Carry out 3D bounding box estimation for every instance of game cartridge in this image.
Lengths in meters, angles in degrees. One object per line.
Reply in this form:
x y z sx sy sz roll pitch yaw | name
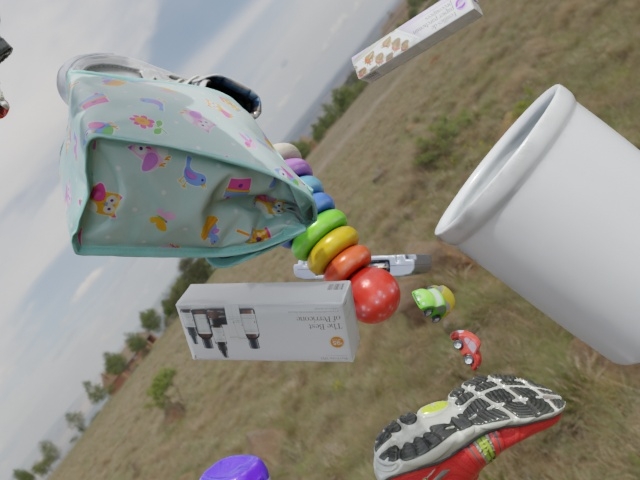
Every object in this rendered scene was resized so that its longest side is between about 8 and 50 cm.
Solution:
0.108 0.063 1.490 0.294 0.060 0.196 -3 1 24 | game cartridge

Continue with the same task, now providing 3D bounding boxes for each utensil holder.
0.449 -0.020 1.077 0.328 0.385 0.327 -51 -1 -1 | utensil holder

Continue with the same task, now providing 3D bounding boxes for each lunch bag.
-0.153 -0.084 0.719 0.223 0.262 0.160 52 131 49 | lunch bag

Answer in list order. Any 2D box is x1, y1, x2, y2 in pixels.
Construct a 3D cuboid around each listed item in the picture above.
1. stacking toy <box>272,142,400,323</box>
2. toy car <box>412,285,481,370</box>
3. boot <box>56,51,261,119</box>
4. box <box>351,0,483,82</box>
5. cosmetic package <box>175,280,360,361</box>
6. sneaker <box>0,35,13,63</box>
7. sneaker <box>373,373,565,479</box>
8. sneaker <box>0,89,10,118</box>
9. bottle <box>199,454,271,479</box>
0.000 0.000 1.004 0.141 0.330 0.141 -36 -18 -14 | stacking toy
0.278 0.160 1.393 0.053 0.225 0.239 -36 50 14 | toy car
-0.198 -0.198 0.820 0.123 0.095 0.258 0 2 41 | boot
0.225 -0.485 1.490 0.324 0.063 0.067 -25 -12 33 | box
-0.072 0.114 0.860 0.239 0.099 0.060 -3 29 17 | cosmetic package
-0.502 -0.266 0.863 0.170 0.089 0.051 -42 18 -8 | sneaker
0.200 0.271 0.841 0.279 0.118 0.107 -16 23 -13 | sneaker
-0.426 -0.188 0.782 0.057 0.075 0.161 -39 35 39 | sneaker
-0.096 0.489 0.998 0.118 0.283 0.092 -18 6 40 | bottle
